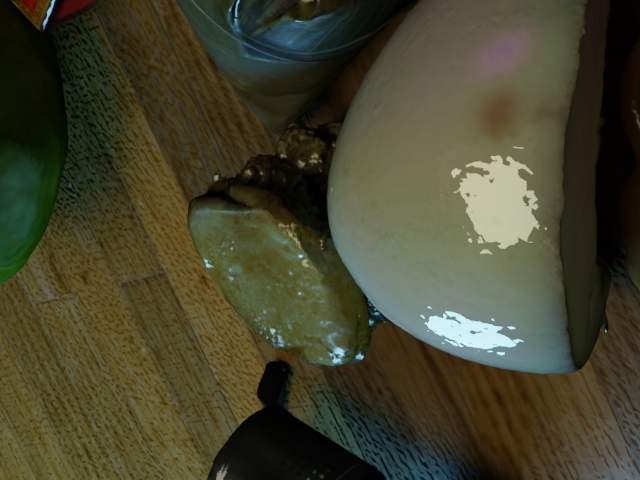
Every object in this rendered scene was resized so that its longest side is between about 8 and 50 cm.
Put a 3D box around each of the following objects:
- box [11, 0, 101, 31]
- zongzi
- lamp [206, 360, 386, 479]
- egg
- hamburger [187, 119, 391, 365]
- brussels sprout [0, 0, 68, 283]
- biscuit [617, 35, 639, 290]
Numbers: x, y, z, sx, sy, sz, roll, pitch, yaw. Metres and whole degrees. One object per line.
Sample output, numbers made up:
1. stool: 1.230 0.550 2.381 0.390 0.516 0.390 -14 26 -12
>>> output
1. box: -0.233 -0.287 1.343 0.240 0.074 0.153 46 134 12
2. zongzi: -0.074 -0.216 1.183 0.289 0.154 0.317 55 157 5
3. lamp: 0.000 0.204 1.361 0.227 0.172 0.147 28 133 26
4. egg: 0.084 -0.041 1.087 0.161 0.206 0.271 5 130 16
5. hamburger: 0.000 0.000 1.266 0.185 0.131 0.159 10 131 47
6. brussels sprout: -0.362 -0.094 1.435 0.354 0.281 0.289 43 138 29
7. biscuit: 0.262 -0.068 1.029 0.202 0.047 0.334 40 137 17
